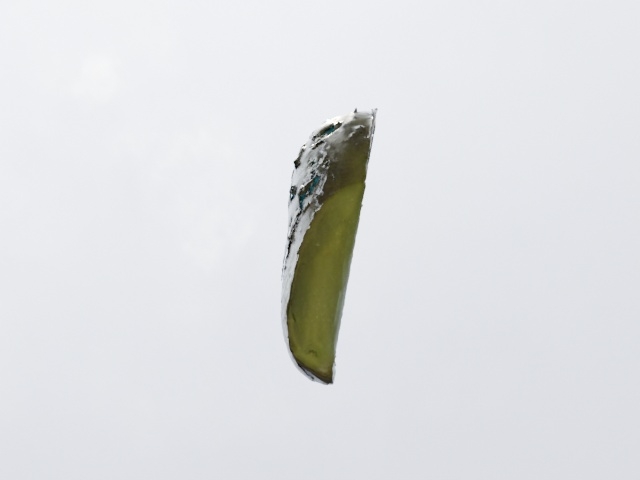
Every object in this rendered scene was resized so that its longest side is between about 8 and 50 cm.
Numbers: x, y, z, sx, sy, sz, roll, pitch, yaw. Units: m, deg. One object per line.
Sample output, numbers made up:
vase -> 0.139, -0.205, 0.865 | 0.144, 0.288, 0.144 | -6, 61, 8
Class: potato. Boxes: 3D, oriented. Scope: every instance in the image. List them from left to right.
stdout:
potato -> 0.000, 0.000, 1.088 | 0.054, 0.119, 0.197 | 10, -104, -1
